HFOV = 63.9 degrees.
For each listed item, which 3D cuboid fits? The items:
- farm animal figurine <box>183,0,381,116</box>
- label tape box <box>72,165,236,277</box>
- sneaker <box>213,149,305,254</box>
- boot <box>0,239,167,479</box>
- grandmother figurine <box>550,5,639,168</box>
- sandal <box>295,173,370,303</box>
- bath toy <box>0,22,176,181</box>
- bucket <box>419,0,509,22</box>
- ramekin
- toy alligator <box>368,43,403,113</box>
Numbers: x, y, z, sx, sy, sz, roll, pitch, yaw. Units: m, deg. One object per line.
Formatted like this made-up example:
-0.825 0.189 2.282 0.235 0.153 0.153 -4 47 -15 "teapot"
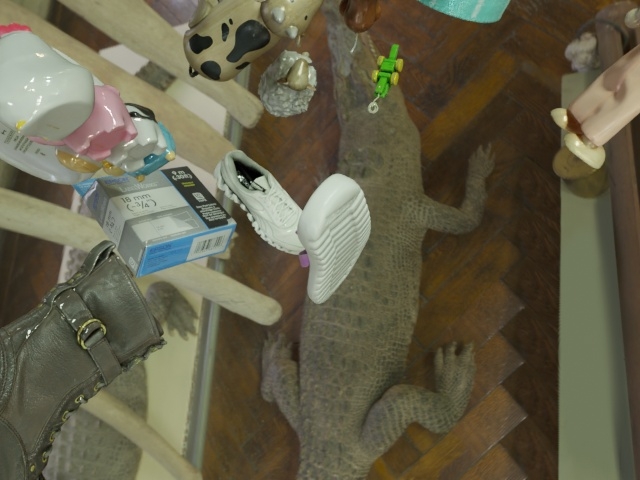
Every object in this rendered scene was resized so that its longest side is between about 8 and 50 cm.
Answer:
-0.085 -0.319 0.661 0.327 0.330 0.172 -37 36 43 "farm animal figurine"
-0.398 -0.090 1.213 0.333 0.241 0.105 47 130 22 "label tape box"
-0.115 -0.082 1.131 0.292 0.118 0.110 43 69 -5 "sneaker"
-0.249 0.158 0.517 0.091 0.229 0.262 14 124 35 "boot"
0.484 -0.266 0.705 0.342 0.104 0.207 -49 43 44 "grandmother figurine"
0.010 -0.011 0.925 0.102 0.416 0.169 38 71 16 "sandal"
-0.315 -0.163 0.673 0.151 0.348 0.129 -32 86 -1 "bath toy"
0.319 -0.613 1.115 0.281 0.281 0.183 48 139 30 "bucket"
-0.486 -0.209 0.894 0.273 0.273 0.127 2 61 31 "ramekin"
0.149 -0.363 1.187 0.056 0.051 0.189 15 76 19 "toy alligator"
